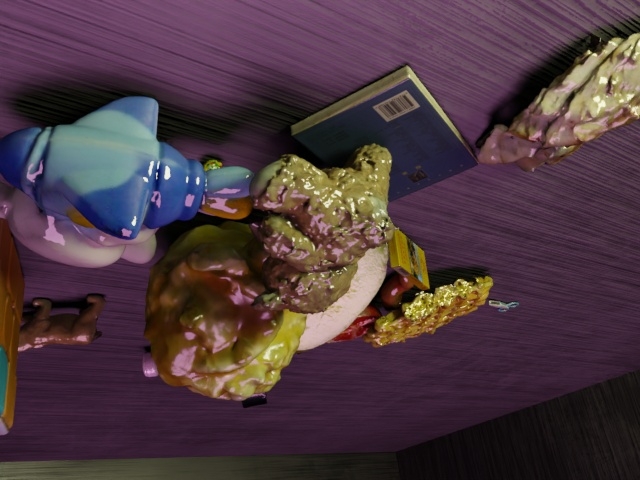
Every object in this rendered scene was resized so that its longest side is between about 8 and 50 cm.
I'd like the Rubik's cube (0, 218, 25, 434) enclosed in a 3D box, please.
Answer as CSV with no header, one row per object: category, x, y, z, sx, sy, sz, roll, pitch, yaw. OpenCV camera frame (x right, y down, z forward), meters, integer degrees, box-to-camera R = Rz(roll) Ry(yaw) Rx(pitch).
Rubik's cube,-0.636,0.131,0.956,0.291,0.291,0.291,2,150,-18

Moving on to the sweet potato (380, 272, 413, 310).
sweet potato,0.169,0.115,1.416,0.058,0.055,0.202,-43,165,-29

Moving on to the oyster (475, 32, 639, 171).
oyster,0.381,-0.179,0.877,0.201,0.106,0.354,2,151,-27

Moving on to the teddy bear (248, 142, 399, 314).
teddy bear,0.000,0.000,0.889,0.267,0.156,0.256,-18,152,-43

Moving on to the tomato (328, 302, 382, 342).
tomato,0.067,0.189,1.505,0.156,0.069,0.155,-16,153,-8

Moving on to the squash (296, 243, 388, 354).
squash,0.000,0.097,1.195,0.189,0.189,0.261,11,151,-33

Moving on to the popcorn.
popcorn,-0.159,0.107,1.073,0.279,0.335,0.275,7,-176,44

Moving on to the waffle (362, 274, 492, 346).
waffle,0.259,0.174,1.487,0.312,0.060,0.307,-7,152,-39

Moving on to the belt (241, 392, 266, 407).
belt,-0.195,0.382,1.715,0.078,0.151,0.198,-10,162,-7

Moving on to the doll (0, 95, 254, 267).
doll,-0.294,-0.068,0.833,0.366,0.186,0.376,-17,176,33

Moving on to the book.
book,0.106,-0.143,0.945,0.191,0.025,0.269,-22,150,26

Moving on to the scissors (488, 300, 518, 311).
scissors,0.482,0.174,1.662,0.119,0.014,0.058,14,144,-42

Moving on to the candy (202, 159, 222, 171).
candy,-0.192,-0.090,0.958,0.123,0.035,0.035,-23,107,42

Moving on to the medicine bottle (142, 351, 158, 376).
medicine bottle,-0.342,0.307,1.600,0.219,0.077,0.115,-7,154,-5

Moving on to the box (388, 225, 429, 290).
box,0.176,0.038,1.236,0.023,0.086,0.155,-21,150,24

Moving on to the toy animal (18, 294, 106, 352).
toy animal,-0.552,0.182,1.279,0.219,0.100,0.103,-3,153,-12
